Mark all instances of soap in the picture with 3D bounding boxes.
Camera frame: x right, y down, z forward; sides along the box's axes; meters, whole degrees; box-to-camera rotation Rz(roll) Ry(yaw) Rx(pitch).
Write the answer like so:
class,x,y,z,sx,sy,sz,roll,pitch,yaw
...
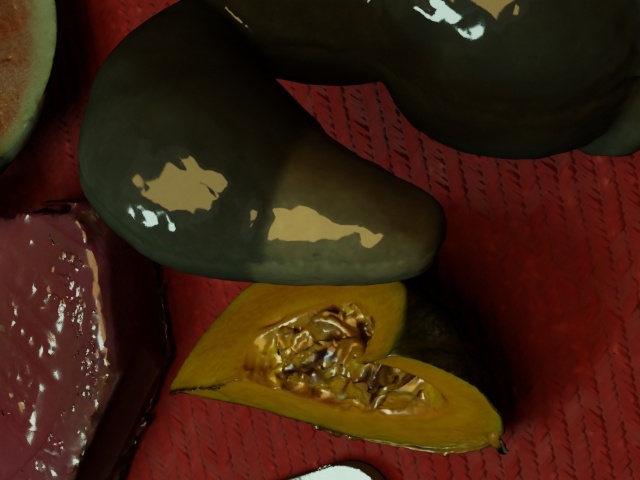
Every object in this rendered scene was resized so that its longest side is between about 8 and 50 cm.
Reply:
class,x,y,z,sx,sy,sz,roll,pitch,yaw
soap,-0.225,0.087,1.239,0.182,0.112,0.289,31,110,18

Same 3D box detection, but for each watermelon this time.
class,x,y,z,sx,sy,sz,roll,pitch,yaw
watermelon,-0.357,-0.107,1.202,0.224,0.180,0.305,6,61,47

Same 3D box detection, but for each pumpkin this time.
class,x,y,z,sx,sy,sz,roll,pitch,yaw
pumpkin,0.038,0.098,1.113,0.278,0.163,0.111,-14,47,43

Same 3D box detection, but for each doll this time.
class,x,y,z,sx,sy,sz,roll,pitch,yaw
doll,0.068,-0.105,0.943,0.382,0.252,0.378,20,77,21

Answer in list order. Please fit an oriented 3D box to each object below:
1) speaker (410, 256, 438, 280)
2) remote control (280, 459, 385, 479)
class,x,y,z,sx,sy,sz,roll,pitch,yaw
speaker,0.000,0.000,1.141,0.191,0.040,0.046,6,103,27
remote control,-0.044,0.247,1.213,0.245,0.022,0.077,-23,89,30
